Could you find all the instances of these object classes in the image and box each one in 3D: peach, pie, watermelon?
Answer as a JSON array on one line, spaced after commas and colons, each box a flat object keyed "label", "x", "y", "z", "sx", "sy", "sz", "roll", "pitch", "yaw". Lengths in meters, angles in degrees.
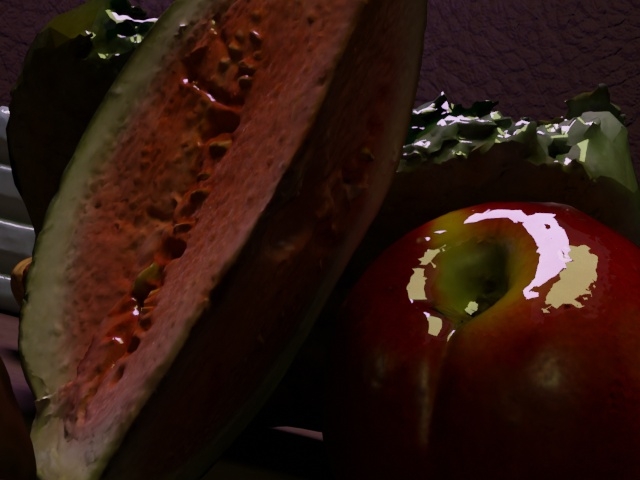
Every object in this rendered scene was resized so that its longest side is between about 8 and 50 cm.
[{"label": "peach", "x": 0.102, "y": 0.098, "z": 0.679, "sx": 0.190, "sy": 0.226, "sz": 0.196, "roll": -17, "pitch": 36, "yaw": 9}, {"label": "pie", "x": 0.000, "y": 0.000, "z": 0.784, "sx": 0.371, "sy": 0.296, "sz": 0.078, "roll": 17, "pitch": 39, "yaw": -10}, {"label": "watermelon", "x": -0.055, "y": -0.028, "z": 0.624, "sx": 0.128, "sy": 0.303, "sz": 0.159, "roll": 26, "pitch": -8, "yaw": 14}]

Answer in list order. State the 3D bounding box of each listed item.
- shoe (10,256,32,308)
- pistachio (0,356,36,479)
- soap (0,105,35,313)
[{"label": "shoe", "x": -0.160, "y": 0.052, "z": 0.920, "sx": 0.109, "sy": 0.072, "sz": 0.069, "roll": 53, "pitch": -13, "yaw": -1}, {"label": "pistachio", "x": -0.164, "y": 0.042, "z": 0.377, "sx": 0.210, "sy": 0.130, "sz": 0.165, "roll": 22, "pitch": -2, "yaw": -10}, {"label": "soap", "x": -0.143, "y": 0.000, "z": 1.121, "sx": 0.266, "sy": 0.159, "sz": 0.087, "roll": 14, "pitch": 1, "yaw": 0}]
